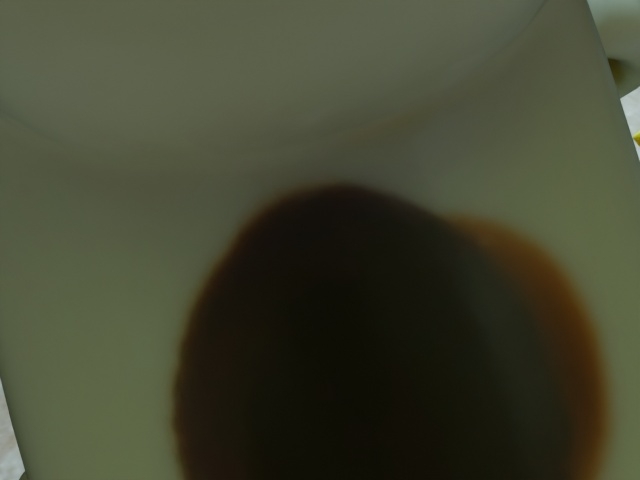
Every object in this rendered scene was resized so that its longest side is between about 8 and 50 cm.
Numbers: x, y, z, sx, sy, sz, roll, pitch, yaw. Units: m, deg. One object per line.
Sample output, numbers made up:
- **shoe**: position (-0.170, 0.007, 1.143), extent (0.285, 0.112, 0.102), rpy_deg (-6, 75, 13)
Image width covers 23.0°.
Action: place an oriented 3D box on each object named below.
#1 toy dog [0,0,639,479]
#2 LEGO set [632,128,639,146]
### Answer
- **toy dog**: position (-0.022, -0.010, 0.447), extent (0.284, 0.408, 0.395), rpy_deg (-10, 22, 4)
- **LEGO set**: position (0.232, -0.020, 0.685), extent (0.287, 0.132, 0.107), rpy_deg (0, 27, 14)
